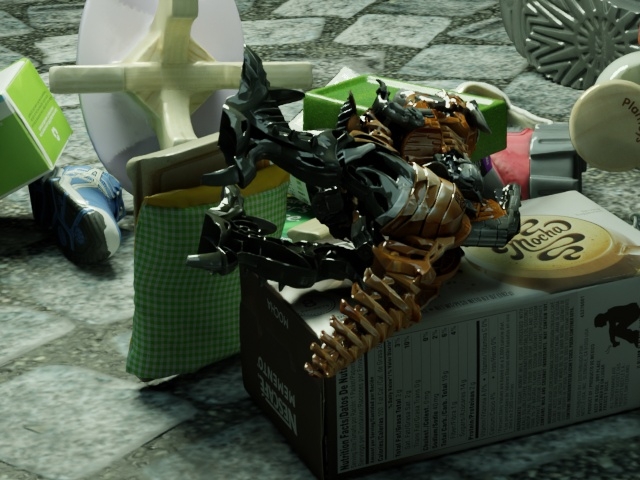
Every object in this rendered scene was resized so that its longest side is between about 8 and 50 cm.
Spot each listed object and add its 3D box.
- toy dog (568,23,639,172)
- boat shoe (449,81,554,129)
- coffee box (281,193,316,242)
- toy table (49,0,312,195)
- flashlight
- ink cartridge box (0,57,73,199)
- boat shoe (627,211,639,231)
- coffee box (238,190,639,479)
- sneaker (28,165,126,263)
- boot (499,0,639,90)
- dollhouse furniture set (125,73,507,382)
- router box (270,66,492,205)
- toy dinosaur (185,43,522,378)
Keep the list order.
[{"bbox_3d":[0.383,-0.117,1.517,0.333,0.161,0.220,12,10,-13],"label":"toy dog"},{"bbox_3d":[0.164,-0.126,1.789,0.098,0.096,0.277,-27,31,-28],"label":"boat shoe"},{"bbox_3d":[-0.058,0.000,1.580,0.113,0.040,0.184,6,22,22],"label":"coffee box"},{"bbox_3d":[-0.149,-0.167,1.667,0.252,0.274,0.161,-14,10,-13],"label":"toy table"},{"bbox_3d":[0.106,-0.061,1.656,0.304,0.103,0.103,-2,54,15],"label":"flashlight"},{"bbox_3d":[-0.357,-0.062,1.614,0.188,0.097,0.255,-27,19,11],"label":"ink cartridge box"},{"bbox_3d":[0.287,0.001,1.495,0.206,0.065,0.075,-1,19,6],"label":"boat shoe"},{"bbox_3d":[0.104,0.065,1.267,0.297,0.119,0.168,-11,25,-19],"label":"coffee box"},{"bbox_3d":[-0.227,-0.037,1.649,0.081,0.080,0.211,-12,23,-19],"label":"sneaker"},{"bbox_3d":[0.506,-0.305,2.164,0.445,0.146,0.367,-23,37,-34],"label":"boot"},{"bbox_3d":[0.000,0.000,1.355,0.151,0.198,0.301,18,28,38],"label":"dollhouse furniture set"},{"bbox_3d":[0.051,-0.075,1.584,0.179,0.046,0.133,31,65,29],"label":"router box"},{"bbox_3d":[0.032,-0.027,1.162,0.218,0.164,0.322,16,16,2],"label":"toy dinosaur"}]
